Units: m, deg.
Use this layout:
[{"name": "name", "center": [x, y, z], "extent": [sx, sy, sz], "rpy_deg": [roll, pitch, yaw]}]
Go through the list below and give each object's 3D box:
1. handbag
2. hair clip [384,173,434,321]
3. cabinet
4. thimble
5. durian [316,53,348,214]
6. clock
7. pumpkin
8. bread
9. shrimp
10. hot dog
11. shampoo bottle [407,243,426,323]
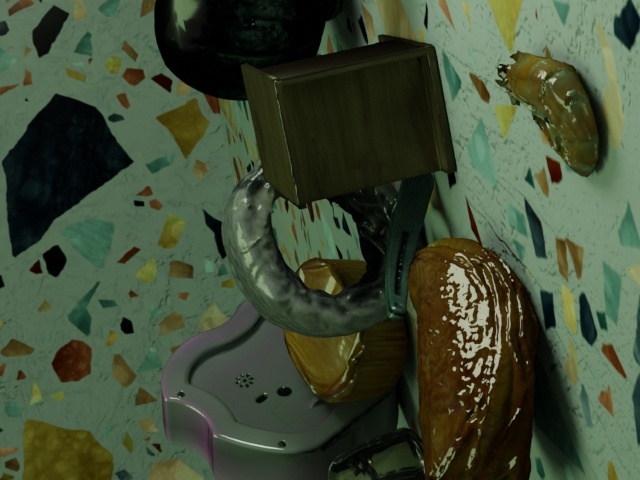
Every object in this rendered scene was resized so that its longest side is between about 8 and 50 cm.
[{"name": "handbag", "center": [0.130, 0.458, 2.118], "extent": [0.325, 0.162, 0.327], "rpy_deg": [83, 162, -54]}, {"name": "hair clip", "center": [0.091, 0.017, 1.767], "extent": [0.229, 0.039, 0.070], "rpy_deg": [-81, 9, -49]}, {"name": "cabinet", "center": [0.026, -0.131, 1.795], "extent": [0.215, 0.175, 0.148], "rpy_deg": [-139, 37, -74]}, {"name": "thimble", "center": [0.000, 0.000, 1.980], "extent": [0.245, 0.217, 0.157], "rpy_deg": [46, 168, -3]}, {"name": "durian", "center": [0.010, -0.125, 2.175], "extent": [0.137, 0.095, 0.221], "rpy_deg": [-124, 16, -67]}, {"name": "clock", "center": [-0.055, 0.202, 2.332], "extent": [0.338, 0.338, 0.102], "rpy_deg": [-113, 15, -45]}, {"name": "pumpkin", "center": [-0.086, -0.323, 2.051], "extent": [0.315, 0.238, 0.315], "rpy_deg": [-175, 90, -81]}, {"name": "bread", "center": [0.037, 0.119, 2.215], "extent": [0.199, 0.104, 0.199], "rpy_deg": [2, 92, 57]}, {"name": "shrimp", "center": [0.185, -0.109, 1.327], "extent": [0.099, 0.041, 0.180], "rpy_deg": [64, 175, -24]}, {"name": "hot dog", "center": [0.150, 0.127, 1.605], "extent": [0.196, 0.122, 0.272], "rpy_deg": [90, 180, -54]}, {"name": "shampoo bottle", "center": [0.118, 0.049, 1.812], "extent": [0.192, 0.074, 0.074], "rpy_deg": [-126, 24, -68]}]
